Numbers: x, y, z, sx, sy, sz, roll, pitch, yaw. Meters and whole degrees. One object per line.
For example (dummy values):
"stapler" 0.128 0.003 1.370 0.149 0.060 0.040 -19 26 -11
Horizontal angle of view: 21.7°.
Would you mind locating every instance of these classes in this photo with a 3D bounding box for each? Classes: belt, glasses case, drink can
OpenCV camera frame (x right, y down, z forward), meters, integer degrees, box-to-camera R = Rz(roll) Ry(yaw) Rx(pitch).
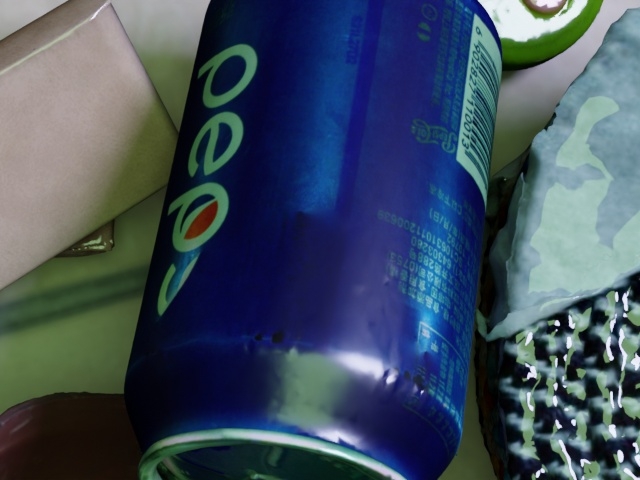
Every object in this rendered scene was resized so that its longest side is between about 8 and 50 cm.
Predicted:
"belt" 0.159 0.034 0.628 0.207 0.150 0.257 6 82 2
"glasses case" -0.144 -0.009 0.635 0.193 0.070 0.102 -34 117 -12
"drink can" 0.000 0.000 0.593 0.118 0.118 0.204 14 59 -7

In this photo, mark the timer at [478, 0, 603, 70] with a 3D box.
"timer" 0.062 -0.144 0.681 0.128 0.047 0.140 20 82 -7

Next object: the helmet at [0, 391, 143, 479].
"helmet" -0.066 0.140 0.602 0.175 0.106 0.155 -19 59 -41
